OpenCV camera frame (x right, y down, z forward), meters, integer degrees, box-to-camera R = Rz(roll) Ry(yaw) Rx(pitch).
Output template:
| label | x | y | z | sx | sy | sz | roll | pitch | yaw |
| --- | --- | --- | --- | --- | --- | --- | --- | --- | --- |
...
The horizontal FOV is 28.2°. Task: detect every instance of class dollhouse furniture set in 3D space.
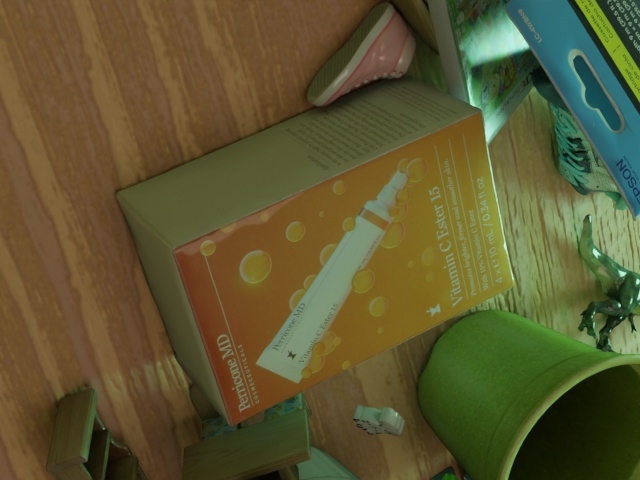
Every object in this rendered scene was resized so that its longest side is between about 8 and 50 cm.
| label | x | y | z | sx | sy | sz | roll | pitch | yaw |
| --- | --- | --- | --- | --- | --- | --- | --- | --- | --- |
| dollhouse furniture set | -0.133 | 0.219 | 1.316 | 0.242 | 0.212 | 0.161 | -19 | 121 | 8 |

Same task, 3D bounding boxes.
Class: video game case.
| label | x | y | z | sx | sy | sz | roll | pitch | yaw |
| --- | --- | --- | --- | --- | --- | --- | --- | --- | --- |
| video game case | 0.189 | -0.226 | 1.343 | 0.193 | 0.023 | 0.212 | -50 | 140 | -29 |

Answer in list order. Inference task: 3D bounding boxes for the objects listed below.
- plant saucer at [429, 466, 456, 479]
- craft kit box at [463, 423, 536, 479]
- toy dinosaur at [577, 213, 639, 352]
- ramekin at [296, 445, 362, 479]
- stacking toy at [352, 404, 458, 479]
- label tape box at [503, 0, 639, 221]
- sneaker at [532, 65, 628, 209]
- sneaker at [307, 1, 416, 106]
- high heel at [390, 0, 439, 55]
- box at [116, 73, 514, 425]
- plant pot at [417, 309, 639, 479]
| label | x | y | z | sx | sy | sz | roll | pitch | yaw |
| --- | --- | --- | --- | --- | --- | --- | --- | --- | --- |
| plant saucer | 0.172 | 0.383 | 1.657 | 0.067 | 0.018 | 0.192 | -30 | 120 | -15 |
| craft kit box | 0.353 | 0.318 | 1.602 | 0.250 | 0.246 | 0.061 | -36 | 156 | -10 |
| toy dinosaur | 0.380 | 0.081 | 1.622 | 0.268 | 0.064 | 0.118 | 36 | 84 | -32 |
| ramekin | -0.041 | 0.369 | 1.466 | 0.277 | 0.135 | 0.277 | -11 | 116 | -24 |
| stacking toy | 0.078 | 0.300 | 1.380 | 0.221 | 0.052 | 0.167 | 49 | 52 | -41 |
| label tape box | 0.310 | -0.203 | 1.311 | 0.348 | 0.115 | 0.249 | -43 | 104 | -34 |
| sneaker | 0.320 | -0.110 | 1.471 | 0.122 | 0.110 | 0.283 | -39 | 134 | 23 |
| sneaker | 0.050 | -0.179 | 1.338 | 0.070 | 0.051 | 0.134 | 43 | 83 | -29 |
| high heel | 0.142 | -0.321 | 1.304 | 0.186 | 0.093 | 0.261 | -37 | 117 | -8 |
| box | 0.000 | 0.000 | 1.316 | 0.345 | 0.168 | 0.215 | -25 | 120 | -17 |
| plant pot | 0.251 | 0.209 | 1.485 | 0.276 | 0.254 | 0.276 | -11 | 115 | -25 |
